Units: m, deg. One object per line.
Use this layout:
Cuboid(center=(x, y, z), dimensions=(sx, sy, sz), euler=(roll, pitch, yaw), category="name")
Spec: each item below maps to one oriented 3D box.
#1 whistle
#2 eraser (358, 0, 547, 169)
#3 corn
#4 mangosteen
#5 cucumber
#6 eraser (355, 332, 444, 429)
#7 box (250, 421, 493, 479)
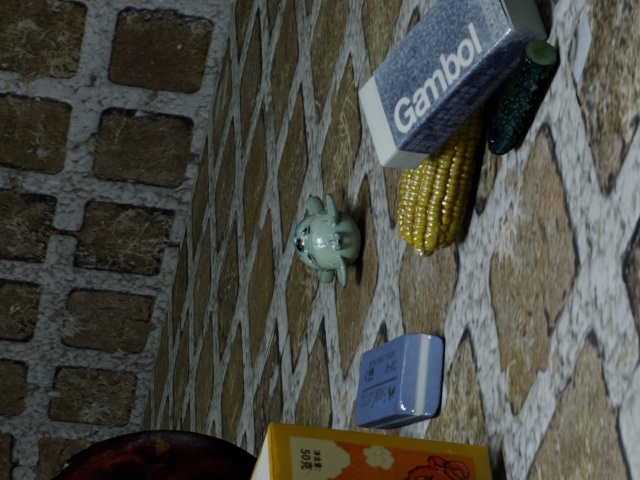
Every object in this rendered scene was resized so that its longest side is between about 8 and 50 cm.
Cuboid(center=(0.000, 0.000, 2.349), dimensions=(0.235, 0.077, 0.114), euler=(-174, 73, -81), category="whistle")
Cuboid(center=(0.115, -0.157, 1.711), dimensions=(0.212, 0.046, 0.092), euler=(-46, 49, 44), category="eraser")
Cuboid(center=(0.116, -0.084, 1.807), dimensions=(0.068, 0.068, 0.207), euler=(-120, 39, -72), category="corn")
Cuboid(center=(-0.166, 0.419, 2.309), dimensions=(0.381, 0.421, 0.381), euler=(-17, 61, 34), category="mangosteen")
Cuboid(center=(0.169, -0.117, 1.644), dimensions=(0.133, 0.032, 0.032), euler=(109, 164, -52), category="cucumber")
Cuboid(center=(0.078, 0.145, 1.951), dimensions=(0.225, 0.036, 0.082), euler=(142, 135, -76), category="eraser")
Cuboid(center=(0.034, 0.345, 1.594), dimensions=(0.283, 0.213, 0.260), euler=(-96, 19, -45), category="box")
